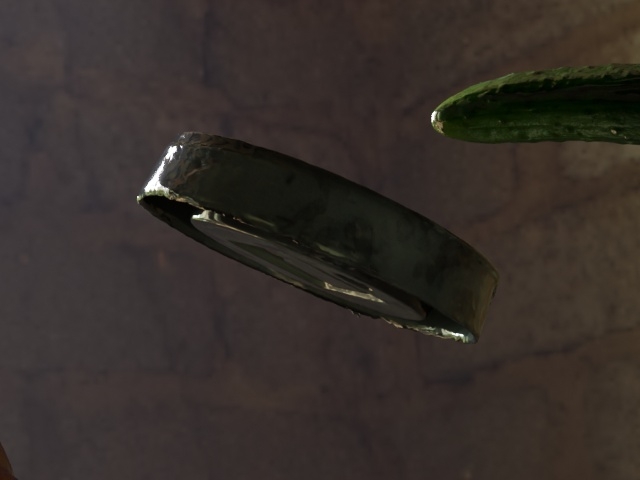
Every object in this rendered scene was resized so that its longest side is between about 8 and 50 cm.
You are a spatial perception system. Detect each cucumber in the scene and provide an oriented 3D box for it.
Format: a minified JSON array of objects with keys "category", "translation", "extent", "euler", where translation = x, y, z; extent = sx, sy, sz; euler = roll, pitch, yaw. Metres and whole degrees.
[{"category":"cucumber","translation":[0.186,-0.090,1.010],"extent":[0.250,0.056,0.056],"euler":[2,-8,34]}]

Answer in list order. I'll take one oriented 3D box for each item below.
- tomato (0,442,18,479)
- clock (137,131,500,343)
[{"category":"tomato","translation":[-0.203,0.189,0.897],"extent":[0.101,0.228,0.228],"euler":[-8,-12,-18]},{"category":"clock","translation":[0.000,0.000,0.933],"extent":[0.226,0.049,0.226],"euler":[22,-9,4]}]
